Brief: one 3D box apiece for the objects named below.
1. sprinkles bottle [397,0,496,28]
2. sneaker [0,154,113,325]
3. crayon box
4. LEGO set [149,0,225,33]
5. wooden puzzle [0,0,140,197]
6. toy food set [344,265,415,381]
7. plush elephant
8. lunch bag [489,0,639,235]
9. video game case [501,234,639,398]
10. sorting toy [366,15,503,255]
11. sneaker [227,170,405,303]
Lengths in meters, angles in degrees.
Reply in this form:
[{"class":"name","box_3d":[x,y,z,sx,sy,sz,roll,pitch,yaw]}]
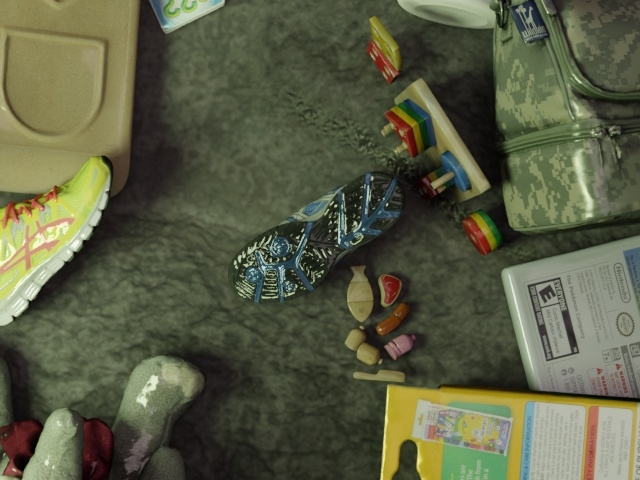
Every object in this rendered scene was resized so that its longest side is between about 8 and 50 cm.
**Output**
[{"class":"sprinkles bottle","box_3d":[0.173,-0.409,2.003,0.121,0.121,0.355,12,84,-7]},{"class":"sneaker","box_3d":[-0.291,-0.012,1.898,0.094,0.081,0.208,39,99,-16]},{"class":"crayon box","box_3d":[0.224,0.257,1.954,0.323,0.083,0.203,4,89,5]},{"class":"LEGO set","box_3d":[-0.097,-0.345,1.952,0.244,0.060,0.182,-23,91,13]},{"class":"wooden puzzle","box_3d":[-0.345,-0.226,1.912,0.322,0.080,0.348,5,90,-23]},{"class":"toy food set","box_3d":[0.064,0.089,2.004,0.078,0.019,0.122,5,78,-8]},{"class":"plush elephant","box_3d":[-0.264,0.254,1.823,0.272,0.255,0.330,11,85,-7]},{"class":"lunch bag","box_3d":[0.329,-0.148,1.941,0.305,0.212,0.256,-7,87,-20]},{"class":"video game case","box_3d":[0.376,0.155,2.036,0.300,0.036,0.329,-13,87,-9]},{"class":"sorting toy","box_3d":[0.108,-0.102,1.965,0.046,0.132,0.274,-32,91,-7]},{"class":"sneaker","box_3d":[0.000,0.000,1.974,0.211,0.081,0.080,-29,92,8]}]
